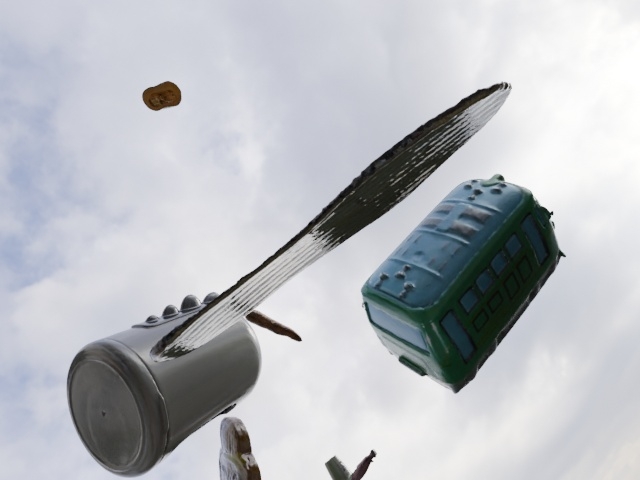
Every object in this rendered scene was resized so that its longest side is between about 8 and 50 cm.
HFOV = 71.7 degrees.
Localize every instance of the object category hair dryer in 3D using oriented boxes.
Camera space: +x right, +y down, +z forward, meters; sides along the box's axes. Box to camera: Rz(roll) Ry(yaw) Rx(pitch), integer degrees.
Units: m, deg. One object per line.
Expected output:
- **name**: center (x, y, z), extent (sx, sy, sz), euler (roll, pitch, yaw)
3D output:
- **hair dryer**: center (0.086, 0.548, 1.067), extent (0.154, 0.106, 0.054), euler (-49, -26, 24)

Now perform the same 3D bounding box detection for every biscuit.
- **biscuit**: center (-0.174, 0.523, 0.934), extent (0.041, 0.208, 0.291), euler (-4, -102, -31)

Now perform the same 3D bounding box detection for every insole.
- **insole**: center (0.000, 0.000, 0.349), extent (0.348, 0.009, 0.119), euler (-37, -16, 12)

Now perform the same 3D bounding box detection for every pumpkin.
- **pumpkin**: center (-0.318, -0.284, 0.879), extent (0.083, 0.028, 0.050), euler (-31, -71, -39)

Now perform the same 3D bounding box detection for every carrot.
- **carrot**: center (-0.118, 0.217, 1.120), extent (0.165, 0.036, 0.036), euler (27, -80, -3)

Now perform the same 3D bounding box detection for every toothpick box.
- **toothpick box**: center (-0.239, 0.217, 0.772), extent (0.316, 0.229, 0.229), euler (-17, -51, -59)

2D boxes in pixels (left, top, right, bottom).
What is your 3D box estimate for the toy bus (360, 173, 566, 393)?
- **toy bus**: center (0.233, 0.050, 0.735), extent (0.343, 0.183, 0.199), euler (-44, -57, -19)
